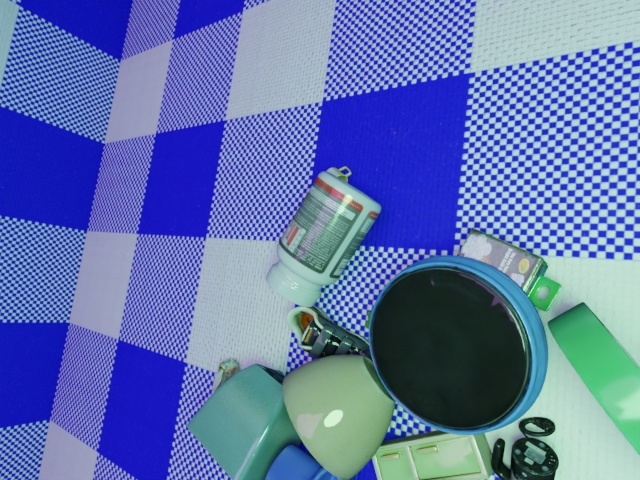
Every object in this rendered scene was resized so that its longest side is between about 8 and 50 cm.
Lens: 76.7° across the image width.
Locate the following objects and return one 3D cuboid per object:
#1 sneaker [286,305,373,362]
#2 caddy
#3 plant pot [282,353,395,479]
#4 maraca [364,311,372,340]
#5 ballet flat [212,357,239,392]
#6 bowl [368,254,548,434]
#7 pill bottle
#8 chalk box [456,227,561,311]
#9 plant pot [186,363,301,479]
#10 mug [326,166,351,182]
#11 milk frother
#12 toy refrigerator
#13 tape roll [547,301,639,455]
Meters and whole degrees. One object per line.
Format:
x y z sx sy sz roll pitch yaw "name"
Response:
0.027 0.297 1.162 0.321 0.127 0.126 29 97 34 "sneaker"
-0.029 0.696 1.049 0.179 0.241 0.341 21 93 40 "caddy"
0.070 0.392 0.994 0.191 0.284 0.284 -40 60 8 "plant pot"
0.184 0.223 1.087 0.186 0.099 0.127 -38 53 46 "maraca"
-0.347 0.529 1.403 0.091 0.077 0.241 6 84 35 "ballet flat"
0.278 0.228 0.894 0.391 0.077 0.391 0 89 38 "bowl"
0.000 0.000 1.187 0.210 0.210 0.363 39 103 34 "pill bottle"
0.427 0.081 0.924 0.213 0.132 0.132 31 98 34 "chalk box"
-0.181 0.517 1.196 0.248 0.247 0.252 25 79 36 "plant pot"
0.052 -0.202 1.297 0.064 0.078 0.062 57 145 38 "mug"
0.452 0.468 0.855 0.129 0.143 0.134 -139 36 -59 "milk frother"
0.261 0.522 0.970 0.269 0.094 0.102 -27 67 28 "toy refrigerator"
0.532 0.260 0.695 0.077 0.321 0.321 -41 60 23 "tape roll"
